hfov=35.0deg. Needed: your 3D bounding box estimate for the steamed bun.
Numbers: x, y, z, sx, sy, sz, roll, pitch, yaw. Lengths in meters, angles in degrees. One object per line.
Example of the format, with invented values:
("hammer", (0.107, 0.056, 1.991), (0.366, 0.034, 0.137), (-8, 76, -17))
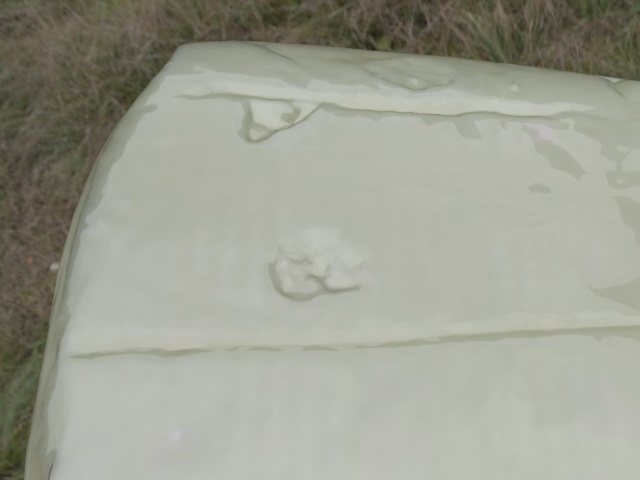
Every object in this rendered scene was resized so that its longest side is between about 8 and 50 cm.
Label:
("steamed bun", (0.056, 0.112, 0.551), (0.371, 0.290, 0.456), (4, 50, 2))
